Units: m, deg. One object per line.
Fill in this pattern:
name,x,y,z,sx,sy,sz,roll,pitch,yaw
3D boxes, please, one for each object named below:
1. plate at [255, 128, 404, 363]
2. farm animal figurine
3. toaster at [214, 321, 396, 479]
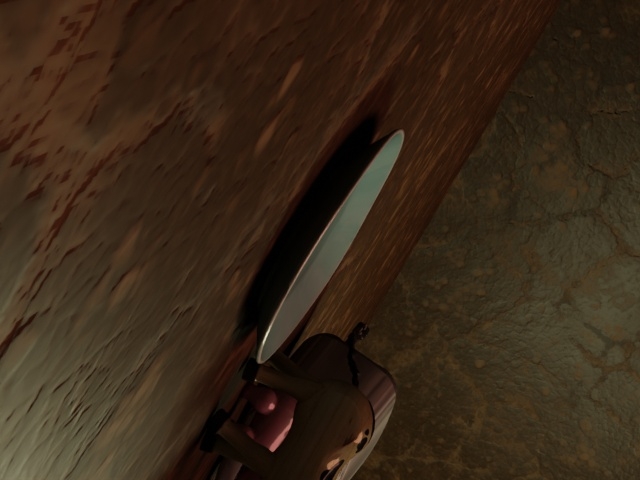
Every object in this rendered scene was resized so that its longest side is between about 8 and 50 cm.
plate,0.000,0.000,0.713,0.188,0.024,0.188,-58,174,-10
farm animal figurine,-0.066,0.280,0.850,0.327,0.172,0.330,-51,170,-45
toaster,-0.014,0.203,1.074,0.227,0.129,0.146,-61,171,31
